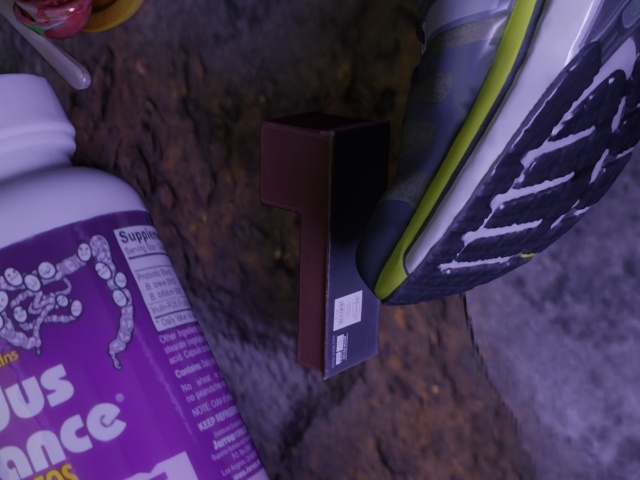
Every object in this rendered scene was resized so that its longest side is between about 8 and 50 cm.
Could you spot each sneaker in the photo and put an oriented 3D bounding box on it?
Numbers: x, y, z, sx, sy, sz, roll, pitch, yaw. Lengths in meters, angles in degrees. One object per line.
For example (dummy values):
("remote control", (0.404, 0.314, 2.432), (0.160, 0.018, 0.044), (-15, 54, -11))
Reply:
("sneaker", (0.082, -0.105, 0.461), (0.121, 0.111, 0.300), (41, 119, 34))

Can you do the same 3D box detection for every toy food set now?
("toy food set", (-0.155, -0.186, 0.633), (0.128, 0.071, 0.218), (51, 128, 16))

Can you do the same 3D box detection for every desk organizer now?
("desk organizer", (0.000, 0.000, 0.579), (0.050, 0.047, 0.130), (15, 111, 37))

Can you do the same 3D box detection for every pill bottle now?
("pill bottle", (-0.156, 0.064, 0.641), (0.169, 0.169, 0.301), (-29, 84, 40))
